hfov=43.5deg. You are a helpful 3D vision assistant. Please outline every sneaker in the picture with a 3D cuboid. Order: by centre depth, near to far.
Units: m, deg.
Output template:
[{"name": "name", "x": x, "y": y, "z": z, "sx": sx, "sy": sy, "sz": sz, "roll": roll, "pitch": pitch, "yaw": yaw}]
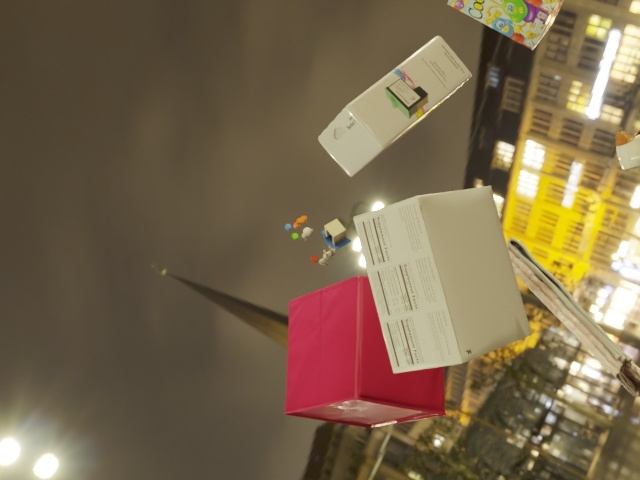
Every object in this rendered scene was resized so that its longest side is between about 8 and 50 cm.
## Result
[{"name": "sneaker", "x": 0.886, "y": -0.276, "z": 2.013, "sx": 0.106, "sy": 0.290, "sz": 0.123, "roll": -25, "pitch": -82, "yaw": -89}]

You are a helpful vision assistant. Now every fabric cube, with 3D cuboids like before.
[{"name": "fabric cube", "x": 0.096, "y": 0.251, "z": 1.740, "sx": 0.254, "sy": 0.259, "sz": 0.258, "roll": 19, "pitch": -118, "yaw": -34}]

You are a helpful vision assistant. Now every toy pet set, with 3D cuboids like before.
[{"name": "toy pet set", "x": 0.000, "y": 0.000, "z": 1.791, "sx": 0.114, "sy": 0.122, "sz": 0.065, "roll": -29, "pitch": -32, "yaw": -15}]

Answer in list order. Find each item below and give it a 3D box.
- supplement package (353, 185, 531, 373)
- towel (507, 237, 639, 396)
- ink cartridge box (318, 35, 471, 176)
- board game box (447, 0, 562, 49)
[{"name": "supplement package", "x": 0.201, "y": 0.060, "z": 1.307, "sx": 0.204, "sy": 0.145, "sz": 0.261, "roll": -10, "pitch": -95, "yaw": -44}, {"name": "towel", "x": 0.499, "y": 0.153, "z": 1.566, "sx": 0.053, "sy": 0.332, "sz": 0.317, "roll": -43, "pitch": -32, "yaw": 9}, {"name": "ink cartridge box", "x": 0.153, "y": -0.279, "z": 1.692, "sx": 0.278, "sy": 0.117, "sz": 0.201, "roll": -40, "pitch": 1, "yaw": -22}, {"name": "board game box", "x": 0.513, "y": -0.674, "z": 2.201, "sx": 0.142, "sy": 0.275, "sz": 0.144, "roll": -51, "pitch": -14, "yaw": -27}]
